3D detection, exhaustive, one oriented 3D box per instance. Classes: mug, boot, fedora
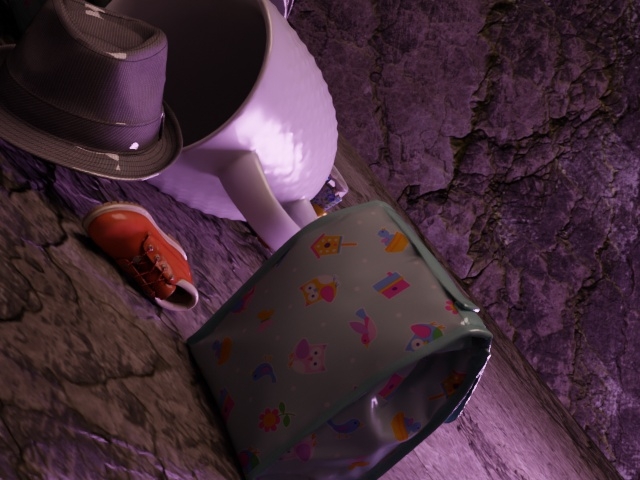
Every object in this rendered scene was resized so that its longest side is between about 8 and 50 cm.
[{"bbox_3d":[-0.102,-0.130,1.551,0.374,0.276,0.328,62,10,29],"label":"mug"},{"bbox_3d":[-0.182,0.018,1.231,0.158,0.059,0.084,39,19,-50],"label":"boot"},{"bbox_3d":[-0.248,-0.186,1.292,0.244,0.124,0.275,22,22,-9],"label":"fedora"}]

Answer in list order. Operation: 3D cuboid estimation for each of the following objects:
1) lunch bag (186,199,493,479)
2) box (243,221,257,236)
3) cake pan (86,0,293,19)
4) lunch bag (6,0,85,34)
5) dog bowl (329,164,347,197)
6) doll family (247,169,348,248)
[{"bbox_3d":[0.025,0.108,1.176,0.160,0.262,0.223,39,12,-43],"label":"lunch bag"},{"bbox_3d":[-0.159,-0.135,1.913,0.270,0.060,0.216,47,9,-14],"label":"box"},{"bbox_3d":[-0.174,-0.320,1.634,0.293,0.293,0.054,38,28,-47],"label":"cake pan"},{"bbox_3d":[-0.369,-0.390,1.497,0.279,0.108,0.224,107,-29,-77],"label":"lunch bag"},{"bbox_3d":[-0.072,-0.159,2.256,0.265,0.104,0.265,46,9,-10],"label":"dog bowl"},{"bbox_3d":[0.000,0.000,1.778,0.263,0.163,0.118,48,13,-1],"label":"doll family"}]
